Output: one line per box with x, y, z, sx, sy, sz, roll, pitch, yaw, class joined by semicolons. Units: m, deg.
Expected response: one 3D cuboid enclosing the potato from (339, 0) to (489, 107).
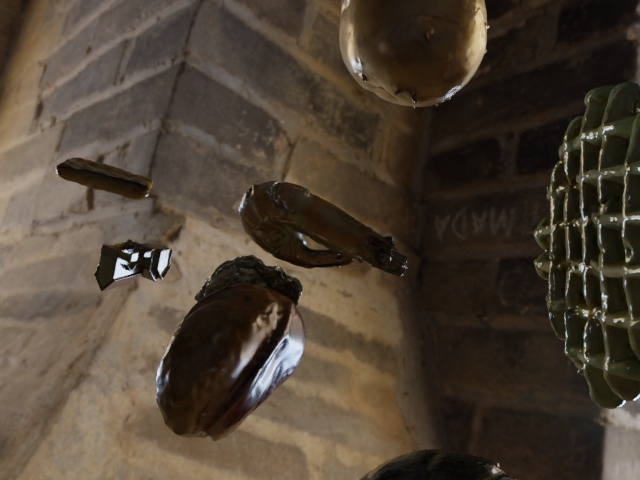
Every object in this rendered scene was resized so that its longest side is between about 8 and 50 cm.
0.091;-0.236;0.684;0.161;0.234;0.128;-28;150;2;potato

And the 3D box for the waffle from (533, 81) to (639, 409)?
0.298;-0.001;0.658;0.056;0.309;0.291;2;135;0;waffle

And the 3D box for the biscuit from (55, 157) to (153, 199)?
-0.203;-0.060;0.601;0.083;0.018;0.081;15;-171;-16;biscuit

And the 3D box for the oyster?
-0.121;0.084;1.067;0.177;0.124;0.064;18;-172;9;oyster

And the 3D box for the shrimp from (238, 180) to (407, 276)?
0.000;0.000;0.631;0.180;0.041;0.099;20;128;7;shrimp

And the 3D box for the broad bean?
-0.104;0.135;0.732;0.122;0.156;0.228;25;-149;24;broad bean

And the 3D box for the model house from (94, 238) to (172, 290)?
-0.235;0.033;0.797;0.057;0.058;0.083;17;-168;17;model house

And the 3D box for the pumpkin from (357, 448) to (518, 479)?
0.155;0.433;0.814;0.323;0.323;0.241;4;160;33;pumpkin
